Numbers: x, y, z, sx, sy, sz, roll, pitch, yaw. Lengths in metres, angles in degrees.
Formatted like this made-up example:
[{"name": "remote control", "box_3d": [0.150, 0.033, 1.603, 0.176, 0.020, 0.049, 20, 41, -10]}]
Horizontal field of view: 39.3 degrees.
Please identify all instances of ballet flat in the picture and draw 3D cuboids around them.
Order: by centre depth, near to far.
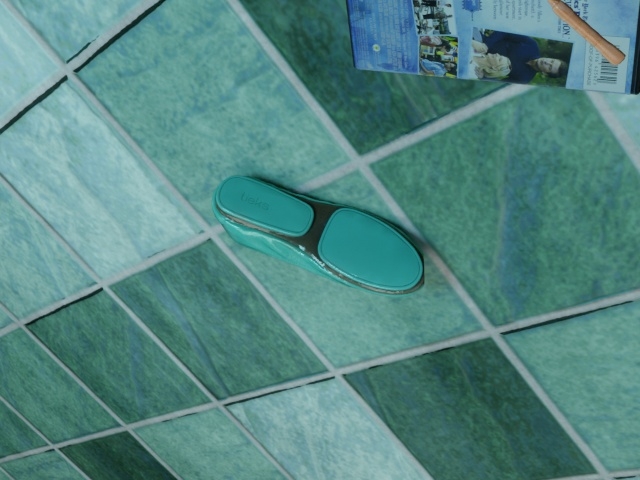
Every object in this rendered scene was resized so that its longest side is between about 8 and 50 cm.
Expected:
[{"name": "ballet flat", "box_3d": [0.000, 0.000, 0.970, 0.247, 0.083, 0.087, 23, 161, 10]}]

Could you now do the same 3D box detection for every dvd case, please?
[{"name": "dvd case", "box_3d": [0.136, -0.211, 0.722, 0.253, 0.022, 0.180, 10, 133, 23]}]

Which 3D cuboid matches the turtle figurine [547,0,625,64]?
[{"name": "turtle figurine", "box_3d": [0.186, -0.269, 0.577, 0.217, 0.087, 0.269, -38, 76, 39]}]
